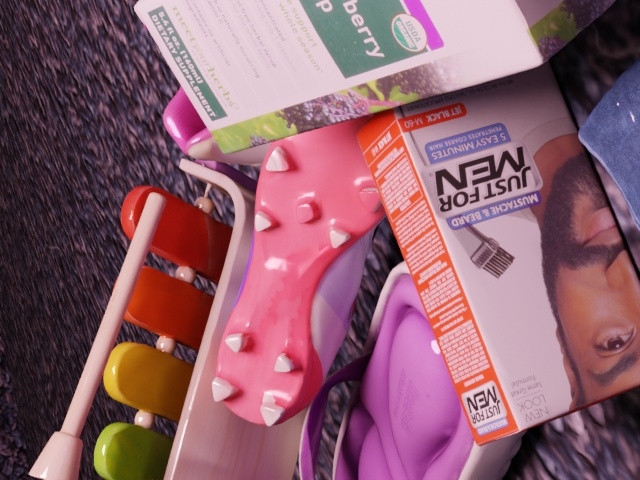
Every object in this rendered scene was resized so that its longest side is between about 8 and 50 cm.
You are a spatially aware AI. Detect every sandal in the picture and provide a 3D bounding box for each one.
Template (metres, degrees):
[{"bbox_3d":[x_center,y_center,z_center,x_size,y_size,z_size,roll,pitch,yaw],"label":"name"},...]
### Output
[{"bbox_3d":[0.035,0.162,0.895,0.169,0.102,0.416,55,152,38],"label":"sandal"}]

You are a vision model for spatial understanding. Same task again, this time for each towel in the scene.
[{"bbox_3d":[0.157,-0.019,0.577,0.119,0.029,0.067,65,156,20],"label":"towel"}]

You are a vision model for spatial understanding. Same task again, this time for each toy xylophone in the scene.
[{"bbox_3d":[-0.089,0.090,0.901,0.081,0.323,0.236,4,155,39],"label":"toy xylophone"}]

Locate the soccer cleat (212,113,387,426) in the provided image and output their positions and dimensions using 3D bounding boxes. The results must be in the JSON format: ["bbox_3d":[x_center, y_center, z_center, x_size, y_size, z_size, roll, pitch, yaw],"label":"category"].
[{"bbox_3d":[0.000,0.000,0.827,0.083,0.095,0.248,24,111,11],"label":"soccer cleat"}]

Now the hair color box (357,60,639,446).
[{"bbox_3d":[0.093,0.004,0.659,0.167,0.093,0.053,69,158,9],"label":"hair color box"}]

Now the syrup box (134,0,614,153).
[{"bbox_3d":[0.024,-0.119,0.634,0.237,0.096,0.093,-9,117,53],"label":"syrup box"}]

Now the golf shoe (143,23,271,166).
[{"bbox_3d":[-0.034,-0.177,0.777,0.115,0.140,0.306,-138,39,-55],"label":"golf shoe"}]
